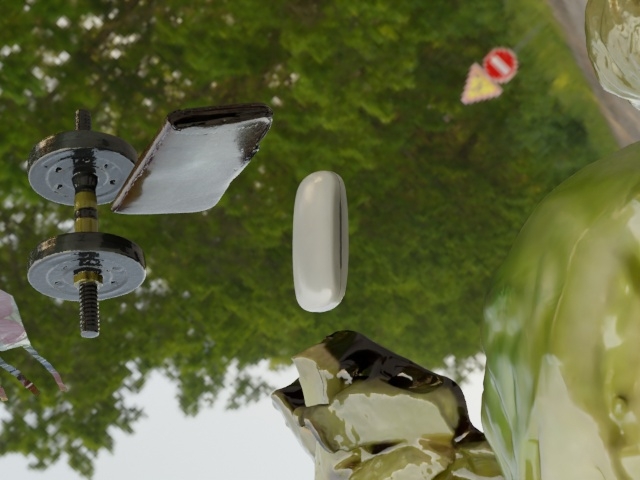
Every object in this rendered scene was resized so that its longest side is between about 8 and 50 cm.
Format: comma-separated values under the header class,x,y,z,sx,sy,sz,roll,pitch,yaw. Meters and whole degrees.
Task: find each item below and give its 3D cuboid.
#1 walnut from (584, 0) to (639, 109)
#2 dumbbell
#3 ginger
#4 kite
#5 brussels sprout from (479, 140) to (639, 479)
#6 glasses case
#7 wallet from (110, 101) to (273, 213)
class,x,y,z,sx,sy,sz,roll,pitch,yaw
walnut,0.495,-0.289,1.338,0.282,0.277,0.253,29,177,19
dumbbell,-0.294,-0.029,1.294,0.143,0.143,0.325,31,-137,-50
ginger,0.062,0.313,1.213,0.211,0.358,0.413,-31,-115,-37
kite,-0.533,0.171,1.637,0.360,0.204,0.022,74,-176,-57
brussels sprout,0.231,0.093,0.651,0.268,0.344,0.344,14,-169,5
glasses case,0.000,0.000,1.409,0.049,0.076,0.197,17,-115,-45
wallet,-0.146,-0.087,1.180,0.137,0.255,0.031,-6,-108,-28
